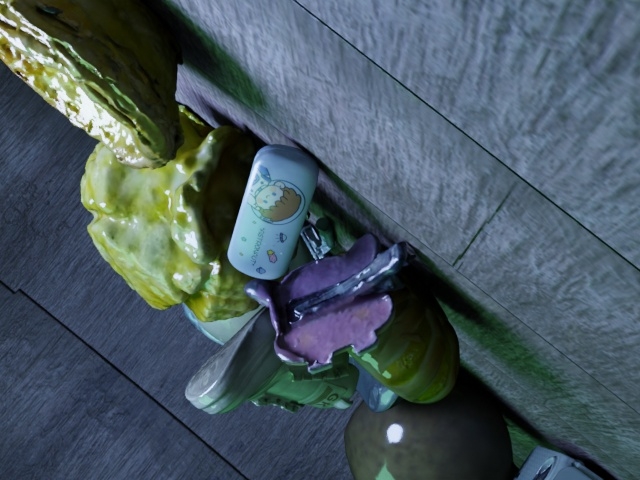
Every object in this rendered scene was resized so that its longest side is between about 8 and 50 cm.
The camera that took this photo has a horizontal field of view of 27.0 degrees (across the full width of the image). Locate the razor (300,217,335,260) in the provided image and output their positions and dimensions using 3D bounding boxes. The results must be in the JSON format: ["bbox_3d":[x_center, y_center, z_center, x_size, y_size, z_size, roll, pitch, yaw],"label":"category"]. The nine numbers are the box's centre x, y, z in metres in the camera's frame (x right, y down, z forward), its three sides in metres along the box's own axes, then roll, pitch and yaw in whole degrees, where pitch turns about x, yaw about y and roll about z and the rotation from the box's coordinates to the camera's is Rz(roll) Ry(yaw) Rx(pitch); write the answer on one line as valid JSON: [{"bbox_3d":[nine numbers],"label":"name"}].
[{"bbox_3d":[0.006,-0.004,1.765,0.084,0.036,0.211,58,172,8],"label":"razor"}]

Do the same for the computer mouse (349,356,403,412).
[{"bbox_3d":[0.085,0.170,2.145,0.090,0.167,0.379,-5,-172,-16],"label":"computer mouse"}]

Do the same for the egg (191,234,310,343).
[{"bbox_3d":[-0.108,0.038,1.909,0.186,0.186,0.253,34,130,44],"label":"egg"}]

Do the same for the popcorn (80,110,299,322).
[{"bbox_3d":[-0.146,-0.028,1.559,0.270,0.224,0.258,32,168,21],"label":"popcorn"}]

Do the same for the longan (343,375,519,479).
[{"bbox_3d":[0.191,0.359,2.242,0.288,0.288,0.350,34,165,42],"label":"longan"}]

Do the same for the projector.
[{"bbox_3d":[0.408,0.413,2.055,0.198,0.108,0.250,34,176,2],"label":"projector"}]

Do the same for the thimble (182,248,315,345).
[{"bbox_3d":[-0.094,0.074,2.096,0.172,0.250,0.205,76,-172,-85],"label":"thimble"}]

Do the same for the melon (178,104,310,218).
[{"bbox_3d":[-0.118,-0.109,1.736,0.262,0.053,0.114,35,156,2],"label":"melon"}]

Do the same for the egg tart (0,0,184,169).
[{"bbox_3d":[-0.229,-0.193,1.284,0.294,0.123,0.294,39,171,7],"label":"egg tart"}]

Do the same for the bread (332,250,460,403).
[{"bbox_3d":[0.085,0.093,1.522,0.213,0.105,0.213,45,-172,-8],"label":"bread"}]

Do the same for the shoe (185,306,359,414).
[{"bbox_3d":[-0.031,0.148,1.542,0.159,0.124,0.316,47,-149,-3],"label":"shoe"}]

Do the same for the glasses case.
[{"bbox_3d":[-0.050,-0.027,1.380,0.067,0.045,0.178,17,134,-2],"label":"glasses case"}]

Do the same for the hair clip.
[{"bbox_3d":[0.021,0.063,1.416,0.056,0.187,0.146,46,-161,-47],"label":"hair clip"}]
